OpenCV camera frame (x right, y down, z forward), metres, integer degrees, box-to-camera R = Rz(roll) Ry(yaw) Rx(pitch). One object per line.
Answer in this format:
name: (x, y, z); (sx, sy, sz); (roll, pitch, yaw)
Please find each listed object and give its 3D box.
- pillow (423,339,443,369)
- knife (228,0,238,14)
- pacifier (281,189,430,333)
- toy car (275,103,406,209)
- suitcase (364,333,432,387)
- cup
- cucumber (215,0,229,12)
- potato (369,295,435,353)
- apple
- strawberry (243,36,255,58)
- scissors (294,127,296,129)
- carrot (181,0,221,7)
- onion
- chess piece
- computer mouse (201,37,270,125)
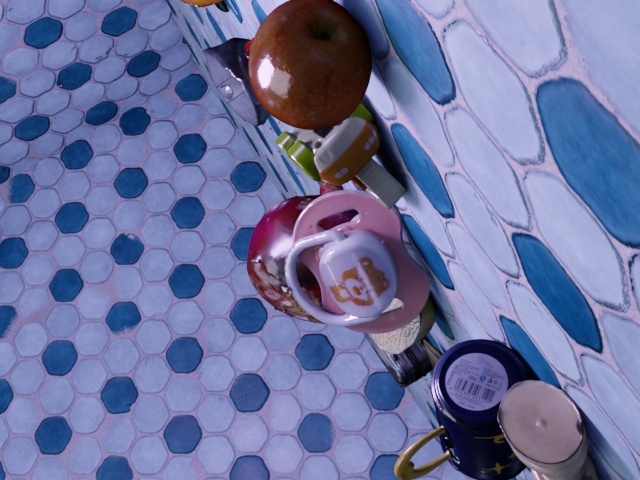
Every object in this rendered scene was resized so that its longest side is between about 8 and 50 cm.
pillow: (0.332, 0.363, 2.081); (0.208, 0.052, 0.212); (45, 167, 55)
knife: (-0.229, -0.602, 2.139); (0.091, 0.005, 0.014); (60, 177, -13)
pacifier: (0.084, 0.038, 1.753); (0.220, 0.273, 0.332); (1, 125, 52)
toy car: (0.052, -0.141, 1.499); (0.235, 0.145, 0.235); (44, -178, -2)
suitcase: (0.189, 0.247, 2.364); (0.312, 0.128, 0.202); (56, 175, 19)
cup: (0.260, 0.325, 1.472); (0.178, 0.255, 0.256); (23, 156, 27)
cucumber: (-0.284, -0.659, 2.194); (0.036, 0.033, 0.184); (15, 142, 52)
potato: (0.183, 0.141, 1.904); (0.202, 0.117, 0.182); (55, 134, 29)
apple: (-0.013, -0.249, 1.201); (0.181, 0.180, 0.168); (57, 152, 17)
strawberry: (-0.095, -0.363, 1.759); (0.145, 0.086, 0.145); (60, -178, -3)
scissors: (-0.037, -0.261, 2.130); (0.242, 0.030, 0.118); (58, 177, 34)
carrot: (-0.248, -0.576, 1.805); (0.159, 0.159, 0.225); (60, -176, -19)
onion: (0.000, 0.000, 2.083); (0.348, 0.347, 0.385); (64, -149, -48)
chess piece: (0.380, 0.360, 1.355); (0.138, 0.124, 0.307); (13, 147, 39)
computer mouse: (-0.172, -0.351, 1.908); (0.203, 0.114, 0.374); (59, -167, -10)
